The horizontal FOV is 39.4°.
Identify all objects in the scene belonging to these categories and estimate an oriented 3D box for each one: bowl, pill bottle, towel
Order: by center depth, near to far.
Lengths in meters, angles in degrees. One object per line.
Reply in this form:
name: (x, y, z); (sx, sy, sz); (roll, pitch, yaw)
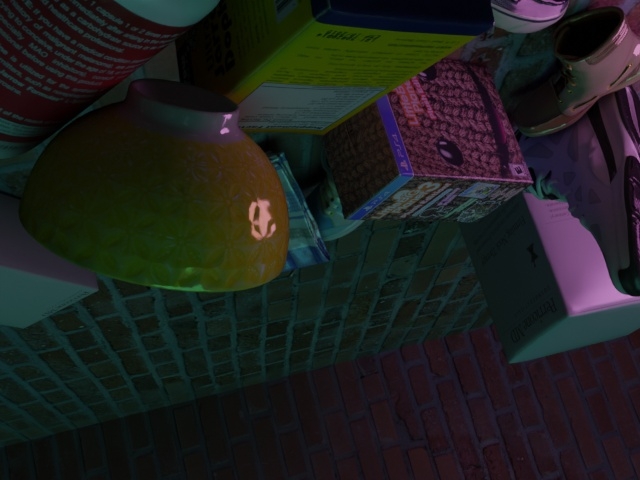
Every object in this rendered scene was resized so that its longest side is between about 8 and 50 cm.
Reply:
pill bottle: (-0.238, -0.263, 0.853); (0.408, 0.229, 0.229); (-28, 157, 31)
bowl: (-0.156, -0.078, 0.937); (0.290, 0.289, 0.156); (0, 115, -38)
towel: (-0.118, -0.035, 1.635); (0.209, 0.034, 0.285); (-13, 133, 13)

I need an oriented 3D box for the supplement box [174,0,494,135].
supplement box: (-0.010, -0.260, 0.980); (0.194, 0.195, 0.356); (-3, 170, -30)

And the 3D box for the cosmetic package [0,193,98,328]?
cosmetic package: (-0.569, 0.024, 1.479); (0.197, 0.155, 0.365); (-27, 157, 21)

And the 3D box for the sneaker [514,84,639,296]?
sneaker: (0.463, -0.076, 1.600); (0.258, 0.447, 0.169); (-22, 140, 34)

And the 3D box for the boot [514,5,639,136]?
boot: (0.415, -0.279, 1.497); (0.262, 0.095, 0.203); (-28, 157, 27)

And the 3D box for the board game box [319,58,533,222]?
board game box: (0.157, -0.162, 1.416); (0.291, 0.232, 0.141); (-1, 154, -37)

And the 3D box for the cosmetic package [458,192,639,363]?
cosmetic package: (0.535, 0.004, 1.907); (0.328, 0.393, 0.329); (-10, 158, -15)

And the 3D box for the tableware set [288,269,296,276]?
tableware set: (0.000, 0.000, 1.824); (0.128, 0.039, 0.194); (-21, -159, 43)

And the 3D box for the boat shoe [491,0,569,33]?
boat shoe: (0.236, -0.359, 1.096); (0.341, 0.127, 0.158); (2, 161, -39)

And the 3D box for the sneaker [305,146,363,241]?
sneaker: (0.032, -0.112, 1.622); (0.319, 0.127, 0.208); (-35, 154, 26)
